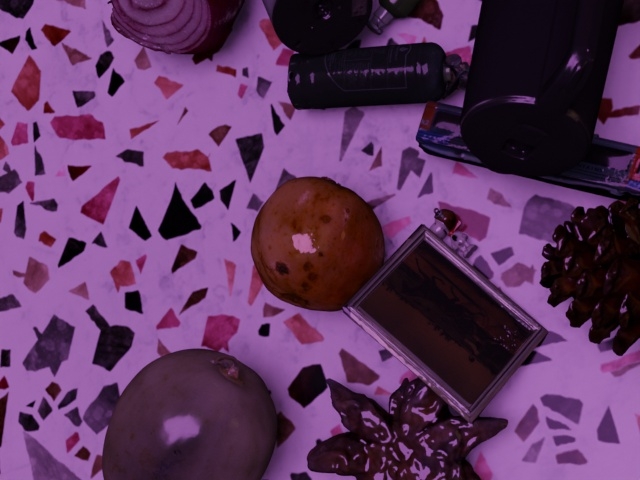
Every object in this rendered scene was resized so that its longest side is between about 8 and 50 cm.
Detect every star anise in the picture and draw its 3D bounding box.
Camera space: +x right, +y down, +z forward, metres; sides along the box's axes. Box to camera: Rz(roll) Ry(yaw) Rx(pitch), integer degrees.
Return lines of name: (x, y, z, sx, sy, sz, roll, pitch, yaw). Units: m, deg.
star anise: (0.127, 0.302, 1.555, 0.315, 0.108, 0.316, 0, 90, 24)

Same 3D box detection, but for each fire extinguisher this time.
fire extinguisher: (0.101, -0.256, 1.643, 0.311, 0.095, 0.114, -2, 41, 19)

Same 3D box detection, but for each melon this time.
melon: (-0.203, 0.306, 1.603, 0.308, 0.272, 0.272, -37, 72, 7)

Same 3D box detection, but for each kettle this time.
kettle: (0.329, -0.267, 1.433, 0.262, 0.203, 0.308, -17, 47, 47)
kettle: (-0.002, -0.435, 1.668, 0.221, 0.161, 0.236, -13, 47, -11)

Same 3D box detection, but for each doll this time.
doll: (0.204, -0.013, 1.606, 0.085, 0.040, 0.058, 27, 105, 26)

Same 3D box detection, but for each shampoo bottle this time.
shampoo bottle: (0.149, -0.415, 1.668, 0.065, 0.065, 0.204, 45, 99, 20)

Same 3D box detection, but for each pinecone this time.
pinecone: (0.437, 0.055, 1.421, 0.292, 0.246, 0.246, 18, 89, 39)

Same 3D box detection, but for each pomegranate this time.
pomegranate: (0.000, 0.000, 1.597, 0.215, 0.215, 0.216, -3, 82, 20)

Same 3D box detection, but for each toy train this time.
toy train: (0.345, -0.128, 1.542, 0.409, 0.086, 0.089, 15, 86, 22)

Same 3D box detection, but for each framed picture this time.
framed picture: (0.186, 0.116, 1.535, 0.252, 0.014, 0.197, 41, 68, 10)

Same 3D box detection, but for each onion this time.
onion: (-0.220, -0.440, 1.746, 0.206, 0.216, 0.207, 29, 53, -9)
